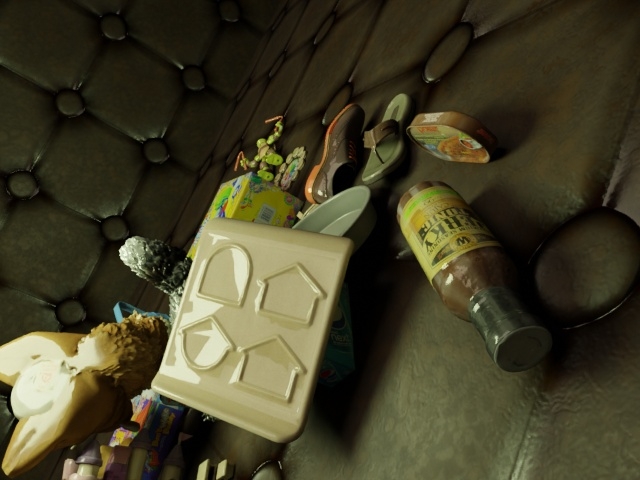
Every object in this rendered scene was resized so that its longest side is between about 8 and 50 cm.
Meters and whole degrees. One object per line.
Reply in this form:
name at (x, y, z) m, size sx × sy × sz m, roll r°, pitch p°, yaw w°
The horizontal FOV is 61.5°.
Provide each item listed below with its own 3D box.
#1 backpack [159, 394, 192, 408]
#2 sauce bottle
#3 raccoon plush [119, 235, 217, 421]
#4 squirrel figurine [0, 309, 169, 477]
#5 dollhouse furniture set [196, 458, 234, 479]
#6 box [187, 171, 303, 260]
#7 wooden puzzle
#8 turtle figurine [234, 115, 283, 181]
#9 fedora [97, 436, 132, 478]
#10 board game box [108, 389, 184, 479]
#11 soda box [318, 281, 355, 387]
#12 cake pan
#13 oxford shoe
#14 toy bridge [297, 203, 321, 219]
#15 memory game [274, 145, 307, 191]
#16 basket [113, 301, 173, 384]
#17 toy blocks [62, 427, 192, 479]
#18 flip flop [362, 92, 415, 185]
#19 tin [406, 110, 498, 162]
backpack at (-0.328, 0.346, 1.381) m, size 0.173 × 0.158 × 0.117 m, roll -164°, pitch 84°, yaw -79°
sauce bottle at (0.199, 0.032, 0.735) m, size 0.111 × 0.111 × 0.344 m, roll -52°, pitch 27°, yaw 19°
raccoon plush at (-0.278, 0.191, 1.128) m, size 0.299 × 0.446 × 0.216 m, roll -75°, pitch 8°, yaw -73°
squirrel figurine at (-0.520, 0.354, 1.296) m, size 0.396 × 0.370 × 0.281 m, roll -34°, pitch 63°, yaw -8°
dollhouse furniture set at (-0.212, 0.484, 1.058) m, size 0.182 × 0.101 × 0.161 m, roll -44°, pitch 29°, yaw 32°
box at (-0.229, -0.011, 1.539) m, size 0.279 × 0.177 × 0.290 m, roll -5°, pitch 59°, yaw 63°
wooden puzzle at (-0.116, 0.140, 0.960) m, size 0.321 × 0.080 × 0.348 m, roll 10°, pitch 75°, yaw 30°
turtle figurine at (-0.197, -0.295, 1.890) m, size 0.269 × 0.087 × 0.217 m, roll -43°, pitch 37°, yaw 18°
fedora at (-0.584, 0.619, 1.466) m, size 0.194 × 0.079 × 0.194 m, roll -48°, pitch 25°, yaw 31°
board game box at (-0.531, 0.569, 1.617) m, size 0.347 × 0.078 × 0.234 m, roll -18°, pitch 48°, yaw 57°
soda box at (0.012, 0.161, 1.010) m, size 0.071 × 0.067 × 0.210 m, roll -45°, pitch 29°, yaw 31°
cake pan at (0.000, 0.000, 1.120) m, size 0.293 × 0.054 × 0.293 m, roll -36°, pitch 17°, yaw 13°
oxford shoe at (0.062, -0.206, 1.310) m, size 0.098 × 0.096 × 0.272 m, roll 15°, pitch 81°, yaw 45°
toy bridge at (0.005, -0.130, 1.389) m, size 0.188 × 0.026 × 0.063 m, roll -58°, pitch 27°, yaw 7°
memory game at (-0.101, -0.219, 1.709) m, size 0.186 × 0.012 × 0.186 m, roll -44°, pitch 30°, yaw 33°
basket at (-0.489, 0.307, 1.608) m, size 0.201 × 0.254 × 0.289 m, roll -50°, pitch 36°, yaw 11°
toy blocks at (-0.459, 0.559, 1.239) m, size 0.309 × 0.288 × 0.260 m, roll -37°, pitch 40°, yaw 46°
flip flop at (0.136, -0.228, 1.159) m, size 0.112 × 0.080 × 0.277 m, roll -22°, pitch 39°, yaw 47°
tin at (0.221, -0.177, 0.919) m, size 0.040 × 0.106 × 0.189 m, roll -61°, pitch 25°, yaw -1°
